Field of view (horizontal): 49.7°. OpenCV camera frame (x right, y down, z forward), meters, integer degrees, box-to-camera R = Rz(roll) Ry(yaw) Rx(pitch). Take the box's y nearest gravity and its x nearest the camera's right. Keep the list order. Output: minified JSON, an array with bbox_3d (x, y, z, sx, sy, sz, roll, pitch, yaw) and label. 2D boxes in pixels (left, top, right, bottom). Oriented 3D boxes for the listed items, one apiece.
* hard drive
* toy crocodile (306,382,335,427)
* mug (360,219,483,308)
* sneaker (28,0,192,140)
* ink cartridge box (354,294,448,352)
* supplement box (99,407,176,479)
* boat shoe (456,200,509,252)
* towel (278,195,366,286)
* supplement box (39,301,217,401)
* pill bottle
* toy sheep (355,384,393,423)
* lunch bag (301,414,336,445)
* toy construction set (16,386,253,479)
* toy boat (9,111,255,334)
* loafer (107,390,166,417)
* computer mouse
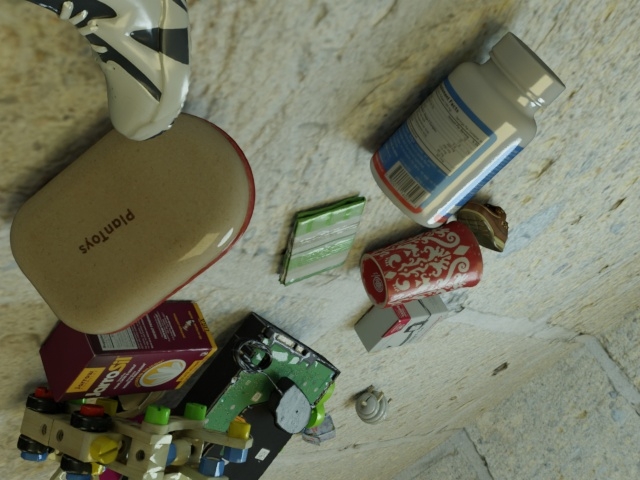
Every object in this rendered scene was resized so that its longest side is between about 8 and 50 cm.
[{"bbox_3d":[-0.138,0.299,1.129,0.339,0.064,0.237,-52,140,-2],"label":"hard drive"},{"bbox_3d":[-0.100,0.363,1.398,0.115,0.105,0.340,4,141,-49],"label":"toy crocodile"},{"bbox_3d":[0.155,0.054,1.119,0.169,0.113,0.150,-16,147,-21],"label":"mug"},{"bbox_3d":[-0.165,-0.163,0.455,0.153,0.094,0.235,-11,147,-31],"label":"sneaker"},{"bbox_3d":[0.157,0.152,1.327,0.150,0.063,0.109,-3,142,-42],"label":"ink cartridge box"},{"bbox_3d":[-0.287,0.370,1.193,0.220,0.111,0.114,-2,140,-44],"label":"supplement box"},{"bbox_3d":[0.276,-0.034,1.155,0.178,0.064,0.060,34,79,-58],"label":"boat shoe"},{"bbox_3d":[0.000,0.000,0.972,0.113,0.023,0.152,-19,148,-26],"label":"towel"},{"bbox_3d":[-0.243,0.139,0.887,0.188,0.081,0.104,6,135,-49],"label":"supplement box"},{"bbox_3d":[0.172,-0.129,0.814,0.221,0.124,0.124,-45,150,25],"label":"pill bottle"},{"bbox_3d":[0.128,0.411,1.710,0.091,0.091,0.132,-37,138,11],"label":"toy sheep"},{"bbox_3d":[-0.006,0.476,1.716,0.083,0.053,0.071,-16,149,-9],"label":"lunch bag"},{"bbox_3d":[-0.276,0.274,0.942,0.327,0.151,0.215,-12,161,34],"label":"toy construction set"},{"bbox_3d":[-0.167,-0.022,0.671,0.231,0.151,0.151,-36,-177,10],"label":"toy boat"},{"bbox_3d":[-0.274,0.225,1.025,0.050,0.056,0.148,-7,145,-49],"label":"loafer"},{"bbox_3d":[-0.079,0.223,1.062,0.071,0.041,0.242,-53,135,-27],"label":"computer mouse"}]
